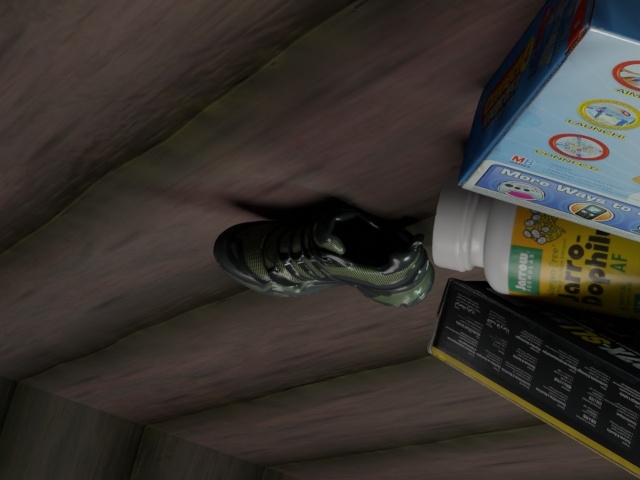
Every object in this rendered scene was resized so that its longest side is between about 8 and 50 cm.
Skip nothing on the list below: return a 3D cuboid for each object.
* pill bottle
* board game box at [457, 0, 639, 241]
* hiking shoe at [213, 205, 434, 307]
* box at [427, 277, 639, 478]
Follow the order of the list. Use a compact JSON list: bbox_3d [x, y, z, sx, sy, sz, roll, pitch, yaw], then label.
[{"bbox_3d":[0.204,-0.004,1.307,0.208,0.118,0.117,11,161,15],"label":"pill bottle"},{"bbox_3d":[0.284,-0.077,1.084,0.308,0.086,0.302,17,161,-5],"label":"board game box"},{"bbox_3d":[0.000,0.000,1.565,0.226,0.086,0.114,5,146,12],"label":"hiking shoe"},{"bbox_3d":[0.289,0.126,1.321,0.257,0.079,0.322,4,-164,-39],"label":"box"}]
